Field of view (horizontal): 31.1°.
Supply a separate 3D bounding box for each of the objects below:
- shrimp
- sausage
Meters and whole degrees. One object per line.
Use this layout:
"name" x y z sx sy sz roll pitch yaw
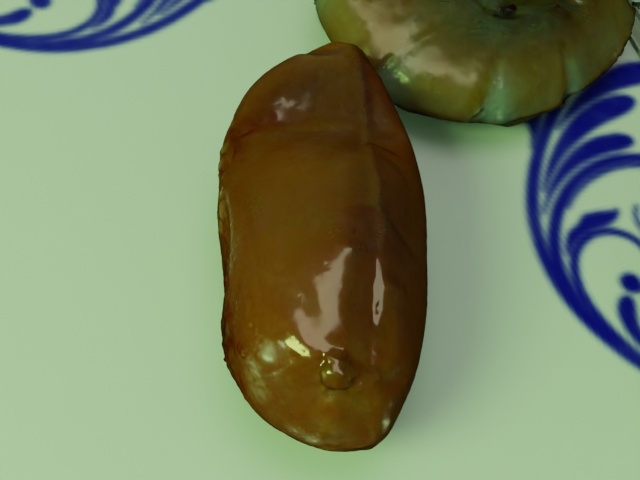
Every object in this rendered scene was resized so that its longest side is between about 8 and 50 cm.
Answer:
"shrimp" 0.106 -0.165 0.589 0.152 0.063 0.287 29 61 9
"sausage" 0.000 0.000 0.458 0.089 0.089 0.179 5 53 -5
